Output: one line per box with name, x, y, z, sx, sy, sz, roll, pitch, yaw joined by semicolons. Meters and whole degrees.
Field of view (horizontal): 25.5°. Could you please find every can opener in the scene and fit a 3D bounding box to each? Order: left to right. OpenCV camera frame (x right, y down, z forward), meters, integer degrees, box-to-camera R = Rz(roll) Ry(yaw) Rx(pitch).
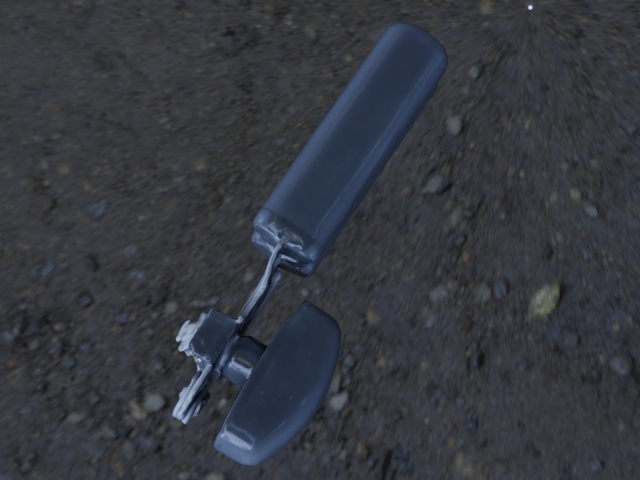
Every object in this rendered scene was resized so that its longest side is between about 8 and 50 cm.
can opener;0.000;0.000;0.848;0.093;0.074;0.280;29;76;0
